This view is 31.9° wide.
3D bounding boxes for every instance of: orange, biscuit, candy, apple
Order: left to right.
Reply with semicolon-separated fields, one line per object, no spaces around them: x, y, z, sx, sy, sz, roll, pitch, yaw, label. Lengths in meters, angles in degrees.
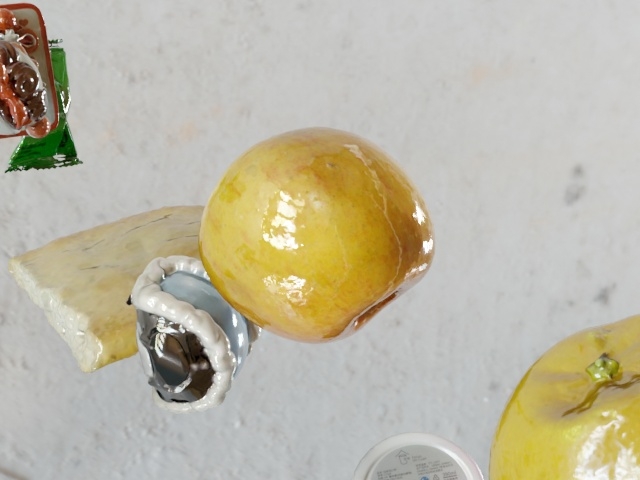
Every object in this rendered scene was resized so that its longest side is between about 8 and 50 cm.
-0.435;-0.211;1.742;0.141;0.078;0.203;-23;108;-65;candy
-0.303;0.054;1.976;0.446;0.429;0.104;-19;118;-17;biscuit
0.000;0.000;1.485;0.299;0.275;0.299;-39;158;-19;apple
0.275;0.184;0.929;0.279;0.279;0.235;-36;101;-30;orange

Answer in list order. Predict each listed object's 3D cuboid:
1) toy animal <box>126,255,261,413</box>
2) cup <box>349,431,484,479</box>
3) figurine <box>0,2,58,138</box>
-0.174;0.132;1.615;0.204;0.156;0.208;-57;146;-60;toy animal
0.150;0.467;1.772;0.253;0.253;0.371;-45;155;-25;cup
-0.417;-0.208;1.448;0.160;0.226;0.183;-11;106;-17;figurine
